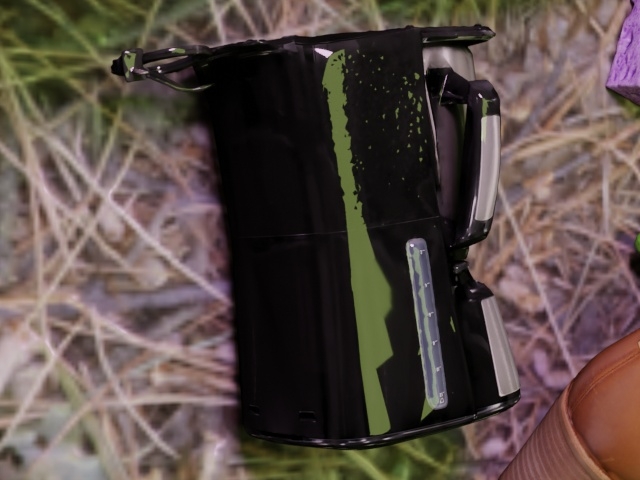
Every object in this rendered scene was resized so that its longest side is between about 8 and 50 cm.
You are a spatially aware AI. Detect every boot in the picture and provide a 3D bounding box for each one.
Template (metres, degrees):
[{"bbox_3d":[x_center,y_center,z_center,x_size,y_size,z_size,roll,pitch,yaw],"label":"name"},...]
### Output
[{"bbox_3d":[0.252,0.091,0.858,0.283,0.220,0.109,19,41,-24],"label":"boot"}]

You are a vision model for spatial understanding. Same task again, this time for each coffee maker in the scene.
[{"bbox_3d":[0.000,0.000,0.771,0.171,0.120,0.178,-6,92,-10],"label":"coffee maker"}]

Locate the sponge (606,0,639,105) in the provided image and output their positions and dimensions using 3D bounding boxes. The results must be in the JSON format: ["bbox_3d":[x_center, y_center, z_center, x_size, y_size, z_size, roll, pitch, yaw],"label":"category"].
[{"bbox_3d":[0.258,-0.100,0.976,0.210,0.031,0.117,23,76,-31],"label":"sponge"}]

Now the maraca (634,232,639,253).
[{"bbox_3d":[0.257,0.020,0.934,0.186,0.099,0.127,2,47,-21],"label":"maraca"}]
